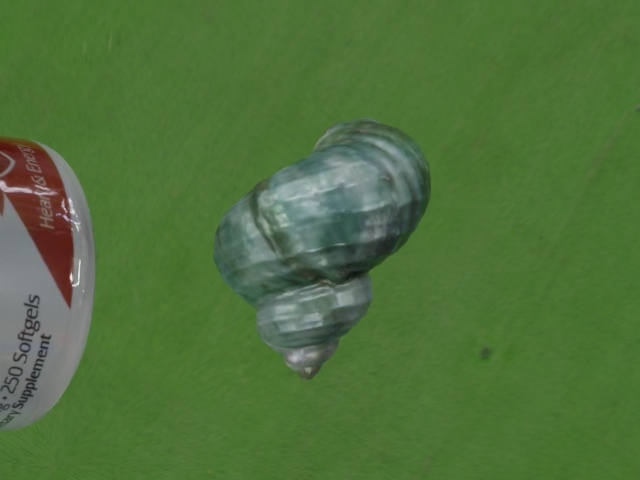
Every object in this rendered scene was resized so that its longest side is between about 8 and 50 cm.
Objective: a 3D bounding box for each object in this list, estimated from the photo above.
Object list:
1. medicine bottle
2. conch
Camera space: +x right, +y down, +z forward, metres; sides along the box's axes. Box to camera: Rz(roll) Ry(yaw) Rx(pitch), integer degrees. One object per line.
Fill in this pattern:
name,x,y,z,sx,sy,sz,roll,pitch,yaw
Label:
medicine bottle,-0.266,0.012,0.670,0.289,0.157,0.157,6,79,-37
conch,0.000,0.000,1.391,0.195,0.220,0.277,4,80,27
